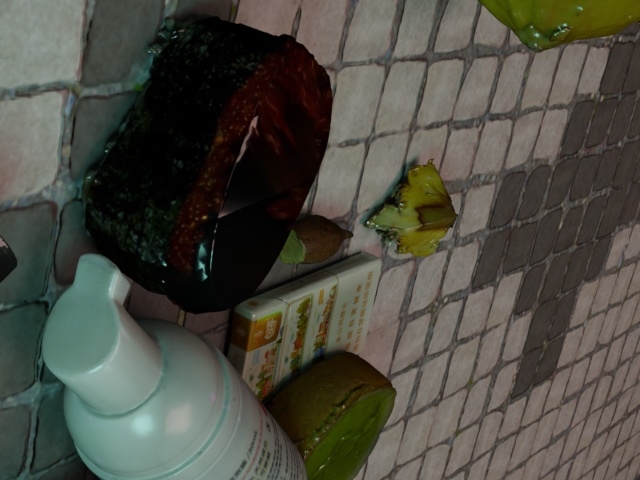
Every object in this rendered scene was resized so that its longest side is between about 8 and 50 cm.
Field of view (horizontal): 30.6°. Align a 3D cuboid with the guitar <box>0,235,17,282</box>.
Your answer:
[{"bbox_3d":[-0.260,-0.059,0.699,0.025,0.088,0.233,-50,137,-26],"label":"guitar"}]

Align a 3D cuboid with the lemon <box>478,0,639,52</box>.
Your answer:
[{"bbox_3d":[0.243,-0.323,1.101,0.253,0.253,0.310,42,66,-58],"label":"lemon"}]

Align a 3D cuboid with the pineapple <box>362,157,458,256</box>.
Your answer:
[{"bbox_3d":[0.099,-0.022,1.277,0.114,0.077,0.114,-19,124,-34],"label":"pineapple"}]

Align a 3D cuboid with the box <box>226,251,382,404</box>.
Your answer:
[{"bbox_3d":[-0.017,0.092,1.209,0.220,0.032,0.122,-20,128,-50],"label":"box"}]

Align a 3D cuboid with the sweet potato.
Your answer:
[{"bbox_3d":[0.000,0.000,1.155,0.117,0.049,0.049,-9,119,-54],"label":"sweet potato"}]

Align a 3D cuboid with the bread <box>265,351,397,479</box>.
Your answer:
[{"bbox_3d":[-0.013,0.227,1.240,0.236,0.070,0.236,-44,155,-26],"label":"bread"}]

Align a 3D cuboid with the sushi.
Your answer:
[{"bbox_3d":[-0.087,-0.058,0.914,0.136,0.126,0.225,31,79,-58],"label":"sushi"}]

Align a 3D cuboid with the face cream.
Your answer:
[{"bbox_3d":[-0.131,0.146,0.967,0.145,0.145,0.370,-54,147,-18],"label":"face cream"}]
